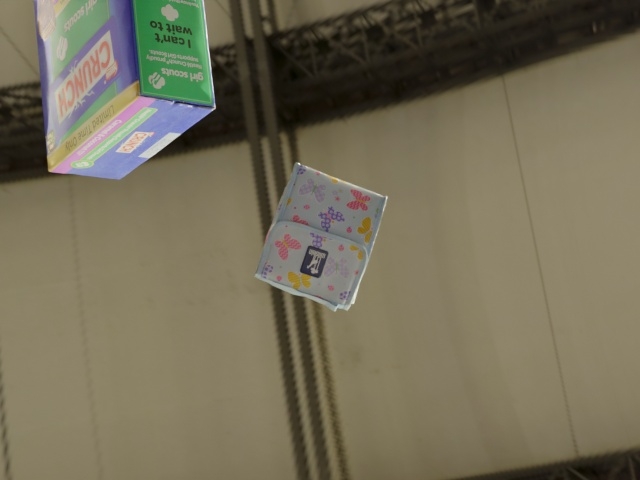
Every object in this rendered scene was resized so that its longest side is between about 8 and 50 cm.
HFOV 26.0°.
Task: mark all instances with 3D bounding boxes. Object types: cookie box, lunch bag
[{"bbox_3d":[-0.089,-0.092,0.608,0.092,0.040,0.107,-28,-115,50],"label":"cookie box"},{"bbox_3d":[0.000,0.000,0.936,0.071,0.053,0.083,21,-115,-2],"label":"lunch bag"}]
